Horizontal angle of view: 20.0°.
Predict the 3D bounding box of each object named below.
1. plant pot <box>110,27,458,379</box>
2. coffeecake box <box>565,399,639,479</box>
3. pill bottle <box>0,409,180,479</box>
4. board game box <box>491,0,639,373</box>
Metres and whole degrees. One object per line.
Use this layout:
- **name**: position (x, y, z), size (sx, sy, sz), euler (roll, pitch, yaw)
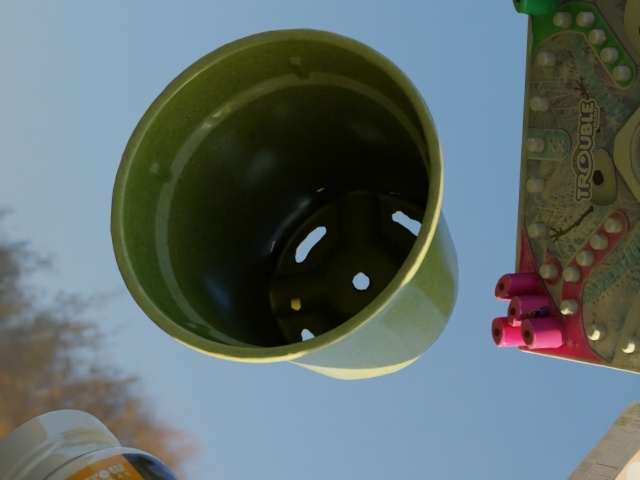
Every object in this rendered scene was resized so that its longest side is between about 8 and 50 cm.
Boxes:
- **plant pot**: position (0.000, 0.000, 1.523), size (0.254, 0.276, 0.276), euler (46, 23, -64)
- **coffeecake box**: position (0.323, 0.282, 1.872), size (0.142, 0.185, 0.068), euler (54, -25, -22)
- **pill bottle**: position (-0.152, 0.264, 1.432), size (0.278, 0.162, 0.162), euler (41, -41, 38)
- **board game box**: position (0.294, -0.075, 1.546), size (0.390, 0.050, 0.390), euler (8, -83, 53)
